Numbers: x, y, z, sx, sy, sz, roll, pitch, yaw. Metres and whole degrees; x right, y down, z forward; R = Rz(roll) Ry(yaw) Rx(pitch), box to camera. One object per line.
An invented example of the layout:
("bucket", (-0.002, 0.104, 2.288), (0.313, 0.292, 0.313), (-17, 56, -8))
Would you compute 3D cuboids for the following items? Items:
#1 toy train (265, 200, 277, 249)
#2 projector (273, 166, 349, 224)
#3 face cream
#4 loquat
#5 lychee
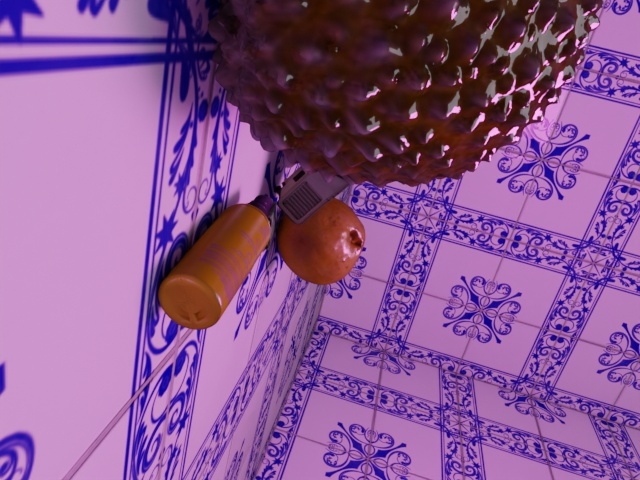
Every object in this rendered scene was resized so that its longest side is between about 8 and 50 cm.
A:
("toy train", (-0.104, -0.029, 0.950), (0.056, 0.038, 0.093), (-77, 178, -47))
("projector", (0.028, -0.145, 0.979), (0.269, 0.088, 0.193), (-43, -173, -2))
("face cream", (-0.117, 0.005, 0.692), (0.273, 0.078, 0.078), (-66, 170, -58))
("loquat", (0.000, 0.000, 1.202), (0.208, 0.207, 0.208), (16, 90, -84))
("lychee", (0.084, -0.234, 0.549), (0.432, 0.380, 0.381), (-29, 142, -43))
